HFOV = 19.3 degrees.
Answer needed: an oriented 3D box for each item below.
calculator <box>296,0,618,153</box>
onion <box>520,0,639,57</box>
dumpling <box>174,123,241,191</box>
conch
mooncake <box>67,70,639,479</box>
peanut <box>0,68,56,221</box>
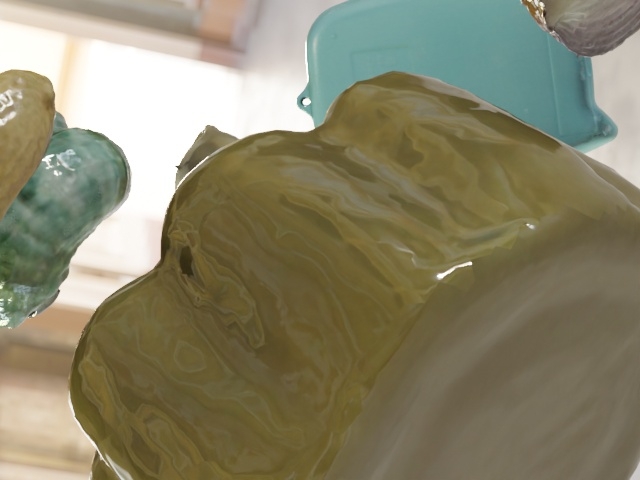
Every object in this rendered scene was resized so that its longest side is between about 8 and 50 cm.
[{"bbox_3d":[0.162,-0.192,2.280,0.054,0.386,0.256,-87,-11,-86],"label":"calculator"},{"bbox_3d":[0.165,-0.210,1.189,0.098,0.151,0.206,46,168,28],"label":"onion"},{"bbox_3d":[-0.057,-0.022,1.621,0.092,0.150,0.176,-55,35,-4],"label":"dumpling"},{"bbox_3d":[-0.304,-0.044,1.996,0.220,0.195,0.277,-29,58,20],"label":"conch"},{"bbox_3d":[0.040,0.086,1.101,0.201,0.378,0.378,38,125,32],"label":"mooncake"},{"bbox_3d":[-0.327,-0.070,1.764,0.108,0.095,0.226,17,67,42],"label":"peanut"}]
